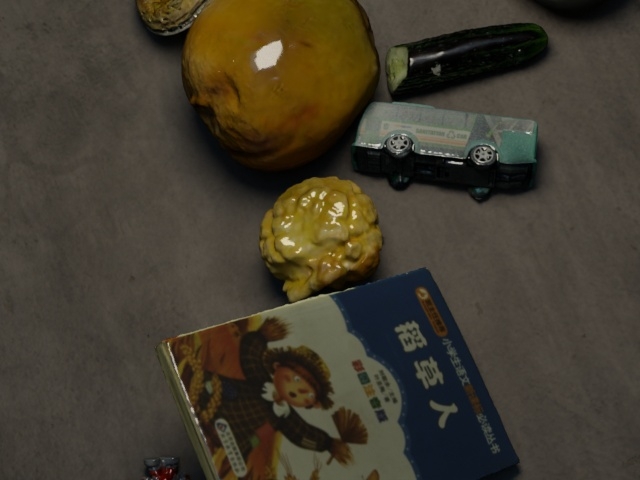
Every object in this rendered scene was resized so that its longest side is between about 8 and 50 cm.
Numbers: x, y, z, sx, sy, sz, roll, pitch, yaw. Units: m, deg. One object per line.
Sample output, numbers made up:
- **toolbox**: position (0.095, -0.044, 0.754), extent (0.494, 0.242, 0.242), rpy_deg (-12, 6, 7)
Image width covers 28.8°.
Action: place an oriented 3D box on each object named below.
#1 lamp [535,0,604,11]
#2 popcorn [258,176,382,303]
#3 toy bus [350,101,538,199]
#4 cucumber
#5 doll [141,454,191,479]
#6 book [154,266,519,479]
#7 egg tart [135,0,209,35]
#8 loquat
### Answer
- **lamp**: position (0.298, -0.443, 1.798), extent (0.314, 0.182, 0.182), rpy_deg (20, 77, 11)
- **popcorn**: position (0.000, 0.000, 1.716), extent (0.180, 0.180, 0.170), rpy_deg (-12, 112, 2)
- **toy bus**: position (0.178, -0.131, 1.773), extent (0.261, 0.091, 0.109), rpy_deg (9, 64, 7)
- **cucumber**: position (0.213, -0.272, 1.817), extent (0.241, 0.074, 0.074), rpy_deg (-14, 73, -1)
- **doll**: position (-0.202, 0.371, 1.673), extent (0.094, 0.079, 0.180), rpy_deg (-1, 58, -19)
- **book**: position (0.031, 0.213, 1.597), extent (0.428, 0.039, 0.300), rpy_deg (-14, 70, -33)
- **egg tart**: position (-0.183, -0.405, 1.856), extent (0.234, 0.094, 0.234), rpy_deg (-26, 53, 39)
- **loquat**: position (-0.051, -0.243, 1.742), extent (0.284, 0.276, 0.276), rpy_deg (-33, 73, -7)
